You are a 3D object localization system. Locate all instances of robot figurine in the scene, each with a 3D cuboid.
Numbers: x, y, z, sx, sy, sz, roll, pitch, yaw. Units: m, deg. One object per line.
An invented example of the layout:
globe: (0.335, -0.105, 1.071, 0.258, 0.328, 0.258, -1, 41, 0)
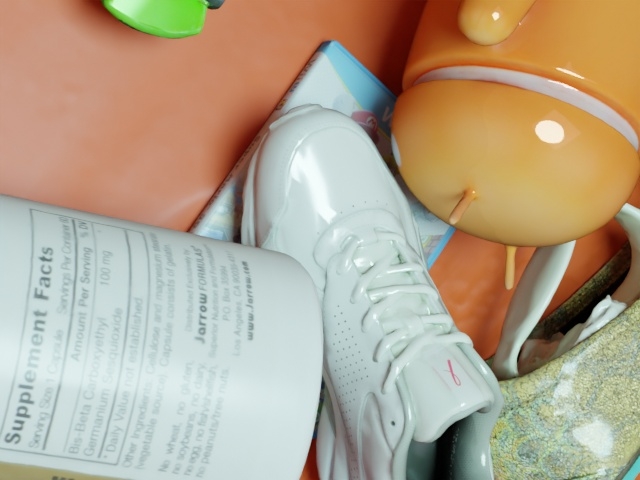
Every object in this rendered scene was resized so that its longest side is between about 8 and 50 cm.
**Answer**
robot figurine: (0.108, -0.092, 0.717, 0.128, 0.158, 0.219, 22, 74, -13)

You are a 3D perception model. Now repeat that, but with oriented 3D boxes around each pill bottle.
pill bottle: (-0.126, 0.048, 0.611, 0.229, 0.131, 0.131, 12, 88, -20)

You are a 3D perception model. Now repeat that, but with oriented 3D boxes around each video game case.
video game case: (0.000, 0.000, 0.740, 0.119, 0.015, 0.166, 40, 75, -23)

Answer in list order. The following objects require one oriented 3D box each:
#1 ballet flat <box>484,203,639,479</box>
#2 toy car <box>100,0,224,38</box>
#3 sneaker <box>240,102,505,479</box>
ballet flat: (0.195, -0.006, 0.791, 0.348, 0.123, 0.123, -48, 112, -16)
toy car: (-0.064, -0.204, 0.674, 0.239, 0.053, 0.225, 13, 88, -26)
sneaker: (0.038, 0.045, 0.688, 0.090, 0.115, 0.232, -25, 105, -24)
